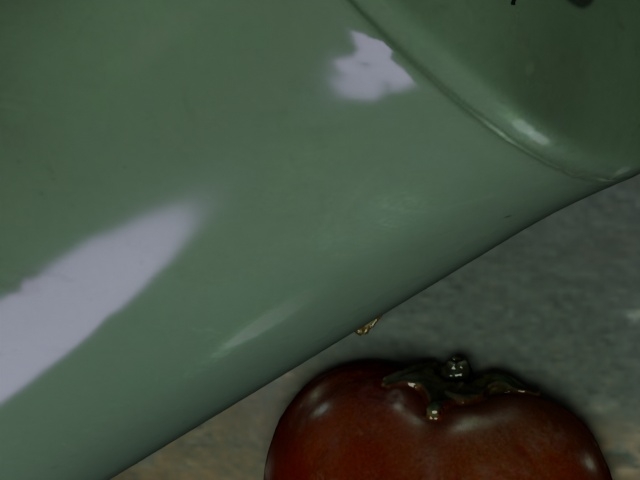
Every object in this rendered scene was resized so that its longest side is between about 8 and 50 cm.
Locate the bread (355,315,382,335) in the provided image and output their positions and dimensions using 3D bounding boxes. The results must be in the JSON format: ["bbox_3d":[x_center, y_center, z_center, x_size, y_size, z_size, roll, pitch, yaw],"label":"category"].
[{"bbox_3d":[0.000,0.000,0.739,0.083,0.036,0.047,38,111,-9],"label":"bread"}]

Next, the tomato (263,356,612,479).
[{"bbox_3d":[0.049,0.129,0.756,0.159,0.091,0.139,10,116,3],"label":"tomato"}]

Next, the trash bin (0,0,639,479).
[{"bbox_3d":[-0.086,-0.060,0.601,0.432,0.280,0.280,-36,103,25],"label":"trash bin"}]
